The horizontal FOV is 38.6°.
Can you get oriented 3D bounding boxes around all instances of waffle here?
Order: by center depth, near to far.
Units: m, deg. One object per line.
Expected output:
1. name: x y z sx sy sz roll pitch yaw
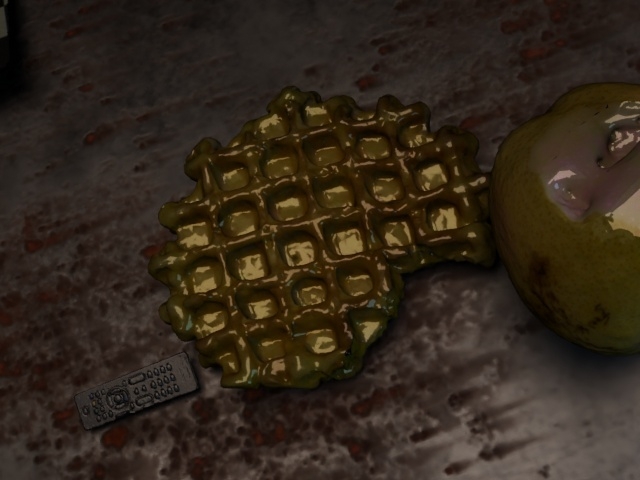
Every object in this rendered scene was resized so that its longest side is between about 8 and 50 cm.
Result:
1. waffle: 0.000 0.000 0.672 0.249 0.056 0.253 17 71 16

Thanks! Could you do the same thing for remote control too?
1. remote control: -0.135 0.112 0.673 0.091 0.016 0.034 -21 83 2

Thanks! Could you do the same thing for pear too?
1. pear: 0.191 -0.019 0.585 0.178 0.178 0.178 -3 68 9

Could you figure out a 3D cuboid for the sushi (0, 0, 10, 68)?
1. sushi: -0.383 -0.198 0.792 0.215 0.050 0.192 -18 52 3
